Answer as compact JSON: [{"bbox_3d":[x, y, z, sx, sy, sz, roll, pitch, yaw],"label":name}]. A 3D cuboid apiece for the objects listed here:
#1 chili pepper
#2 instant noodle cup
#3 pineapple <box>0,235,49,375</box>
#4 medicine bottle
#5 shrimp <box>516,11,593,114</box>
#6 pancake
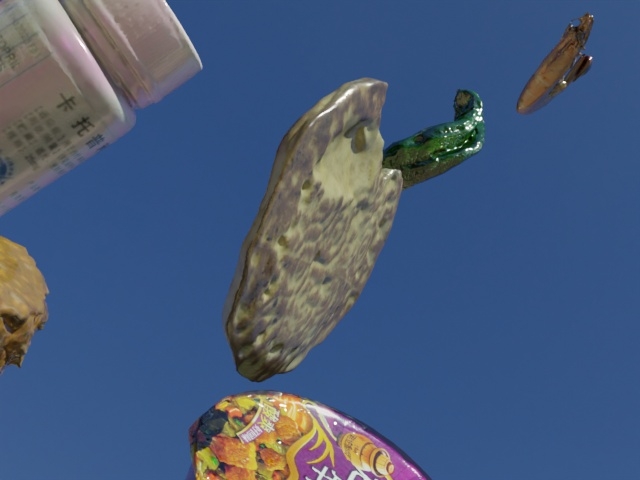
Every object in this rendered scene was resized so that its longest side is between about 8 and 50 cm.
[{"bbox_3d":[0.132,-0.123,1.322,0.279,0.122,0.065,-32,-65,-16],"label":"chili pepper"},{"bbox_3d":[-0.030,0.272,0.765,0.251,0.251,0.190,28,-69,-7],"label":"instant noodle cup"},{"bbox_3d":[-0.258,0.089,0.523,0.237,0.111,0.119,-47,-36,8],"label":"pineapple"},{"bbox_3d":[-0.240,-0.132,0.823,0.254,0.152,0.152,-33,-67,-3],"label":"medicine bottle"},{"bbox_3d":[0.316,-0.223,1.216,0.034,0.124,0.178,50,-39,20],"label":"shrimp"},{"bbox_3d":[0.000,0.000,0.655,0.029,0.212,0.235,25,-30,20],"label":"pancake"}]
